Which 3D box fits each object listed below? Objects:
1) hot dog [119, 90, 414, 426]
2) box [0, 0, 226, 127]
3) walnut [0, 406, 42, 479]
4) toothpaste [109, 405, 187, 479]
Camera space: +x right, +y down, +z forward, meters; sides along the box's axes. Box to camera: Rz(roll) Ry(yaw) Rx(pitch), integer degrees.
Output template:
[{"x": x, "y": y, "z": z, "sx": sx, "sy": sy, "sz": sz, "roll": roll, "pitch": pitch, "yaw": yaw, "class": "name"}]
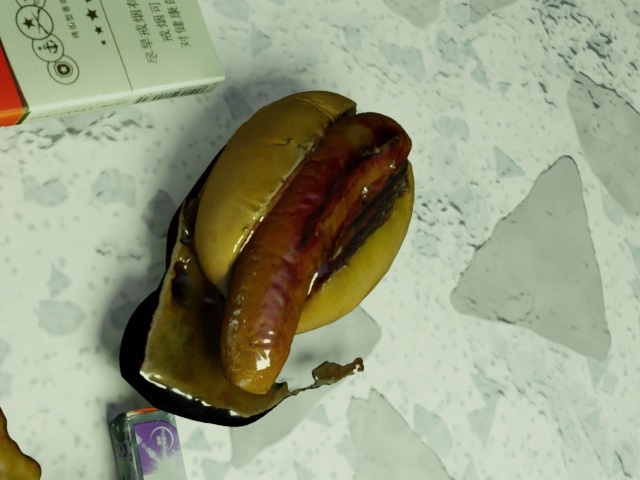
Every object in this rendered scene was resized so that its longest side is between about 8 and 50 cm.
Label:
[{"x": -0.004, "y": -0.005, "z": 0.861, "sx": 0.194, "sy": 0.107, "sz": 0.326, "roll": 31, "pitch": 52, "yaw": -20, "class": "hot dog"}, {"x": -0.198, "y": -0.161, "z": 0.859, "sx": 0.245, "sy": 0.035, "sz": 0.139, "roll": -18, "pitch": 84, "yaw": -36, "class": "box"}, {"x": -0.248, "y": 0.149, "z": 0.692, "sx": 0.143, "sy": 0.069, "sz": 0.170, "roll": -34, "pitch": 98, "yaw": -39, "class": "walnut"}, {"x": -0.102, "y": 0.213, "z": 0.784, "sx": 0.047, "sy": 0.040, "sz": 0.196, "roll": -6, "pitch": 77, "yaw": -32, "class": "toothpaste"}]
